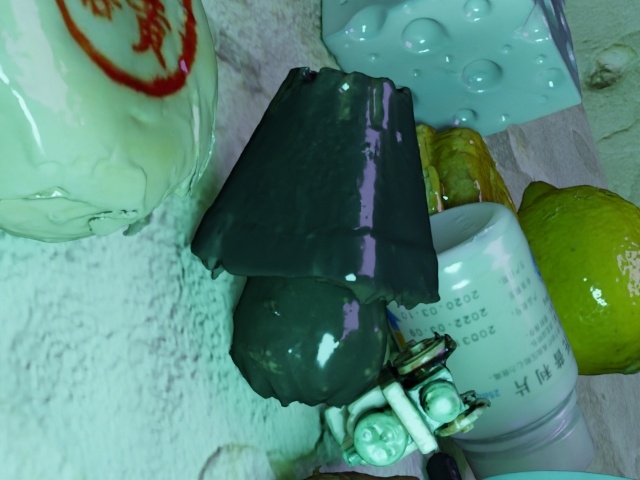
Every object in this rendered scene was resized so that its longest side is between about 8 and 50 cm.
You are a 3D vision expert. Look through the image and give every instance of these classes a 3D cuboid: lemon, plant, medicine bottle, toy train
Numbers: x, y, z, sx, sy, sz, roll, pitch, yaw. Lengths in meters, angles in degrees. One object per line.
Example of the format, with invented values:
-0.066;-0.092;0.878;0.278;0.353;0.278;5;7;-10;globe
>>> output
0.387;0.052;1.648;0.245;0.245;0.320;16;48;-64;lemon
0.000;0.000;0.844;0.142;0.164;0.256;9;88;-58;plant
0.176;0.120;1.185;0.293;0.170;0.170;66;22;-15;medicine bottle
0.066;0.135;0.903;0.081;0.125;0.194;56;0;3;toy train

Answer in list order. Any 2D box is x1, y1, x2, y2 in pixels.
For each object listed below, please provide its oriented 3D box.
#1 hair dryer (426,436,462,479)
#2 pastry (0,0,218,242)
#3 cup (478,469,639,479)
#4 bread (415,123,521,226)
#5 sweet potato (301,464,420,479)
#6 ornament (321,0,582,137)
0.142;0.297;1.108;0.124;0.071;0.219;34;36;-57;hair dryer
-0.159;-0.118;0.636;0.265;0.133;0.265;46;36;-50;pastry
0.188;0.353;0.830;0.331;0.256;0.311;54;40;-45;cup
0.163;-0.031;1.342;0.236;0.120;0.198;56;22;-35;bread
-0.011;0.205;0.810;0.314;0.066;0.072;4;62;-64;sweet potato
0.160;-0.286;1.382;0.239;0.239;0.240;50;31;-41;ornament
